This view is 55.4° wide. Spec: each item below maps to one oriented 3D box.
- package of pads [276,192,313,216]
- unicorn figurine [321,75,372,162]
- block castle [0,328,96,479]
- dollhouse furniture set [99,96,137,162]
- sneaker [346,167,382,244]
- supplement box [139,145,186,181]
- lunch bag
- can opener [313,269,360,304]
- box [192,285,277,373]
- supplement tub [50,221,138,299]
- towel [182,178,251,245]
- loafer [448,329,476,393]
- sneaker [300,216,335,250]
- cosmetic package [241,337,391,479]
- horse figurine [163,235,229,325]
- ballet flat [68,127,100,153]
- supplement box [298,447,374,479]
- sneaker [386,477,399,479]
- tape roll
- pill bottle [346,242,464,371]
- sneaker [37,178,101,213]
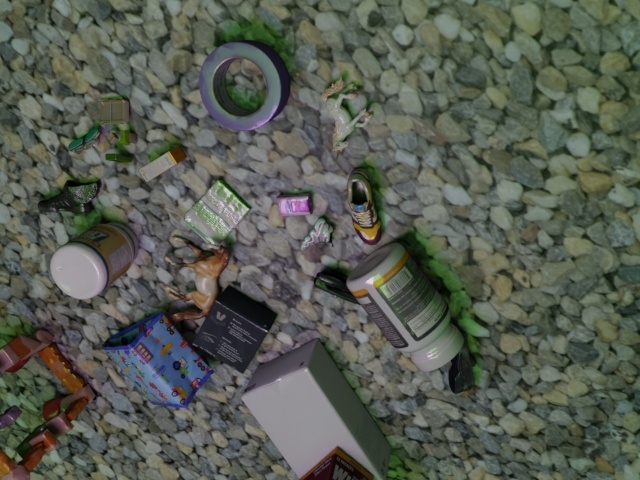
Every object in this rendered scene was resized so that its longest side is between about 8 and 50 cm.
[{"bbox_3d":[-0.061,-0.085,1.451,0.083,0.032,0.050,-3,113,14],"label":"package of pads"},{"bbox_3d":[0.054,-0.268,1.344,0.111,0.060,0.162,-27,87,22],"label":"unicorn figurine"},{"bbox_3d":[-0.840,0.465,1.625,0.212,0.453,0.303,-30,103,14],"label":"block castle"},{"bbox_3d":[-0.489,-0.268,1.486,0.076,0.058,0.152,1,92,21],"label":"dollhouse furniture set"},{"bbox_3d":[0.095,-0.067,1.392,0.069,0.084,0.186,-11,108,17],"label":"sneaker"},{"bbox_3d":[-0.380,-0.185,1.471,0.098,0.062,0.036,-26,105,22],"label":"supplement box"},{"bbox_3d":[-0.470,0.343,1.652,0.293,0.138,0.221,-22,110,43],"label":"lunch bag"},{"bbox_3d":[0.070,0.126,1.490,0.186,0.073,0.059,26,107,-7],"label":"can opener"},{"bbox_3d":[-0.220,0.230,1.578,0.156,0.093,0.158,31,116,0],"label":"box"},{"bbox_3d":[-0.559,0.044,1.527,0.144,0.200,0.144,4,112,11],"label":"supplement tub"},{"bbox_3d":[-0.256,-0.066,1.514,0.113,0.023,0.152,43,112,-8],"label":"towel"},{"bbox_3d":[0.351,0.294,1.494,0.061,0.062,0.170,-6,114,-8],"label":"loafer"},{"bbox_3d":[0.000,0.000,1.466,0.069,0.038,0.098,35,115,-1],"label":"sneaker"},{"bbox_3d":[-0.005,0.476,1.593,0.217,0.156,0.385,-26,102,21],"label":"cosmetic package"},{"bbox_3d":[-0.318,0.105,1.569,0.174,0.066,0.263,16,113,12],"label":"horse figurine"},{"bbox_3d":[-0.572,-0.244,1.507,0.114,0.041,0.041,-20,105,28],"label":"ballet flat"},{"bbox_3d":[0.012,0.648,1.462,0.129,0.194,0.191,40,113,-6],"label":"supplement box"},{"bbox_3d":[0.137,0.689,1.673,0.208,0.094,0.082,9,114,11],"label":"sneaker"},{"bbox_3d":[-0.167,-0.343,1.349,0.188,0.080,0.189,4,111,12],"label":"tape roll"},{"bbox_3d":[0.200,0.156,1.413,0.162,0.162,0.278,-34,101,23],"label":"pill bottle"},{"bbox_3d":[-0.647,-0.118,1.570,0.170,0.051,0.089,5,112,6],"label":"sneaker"}]
